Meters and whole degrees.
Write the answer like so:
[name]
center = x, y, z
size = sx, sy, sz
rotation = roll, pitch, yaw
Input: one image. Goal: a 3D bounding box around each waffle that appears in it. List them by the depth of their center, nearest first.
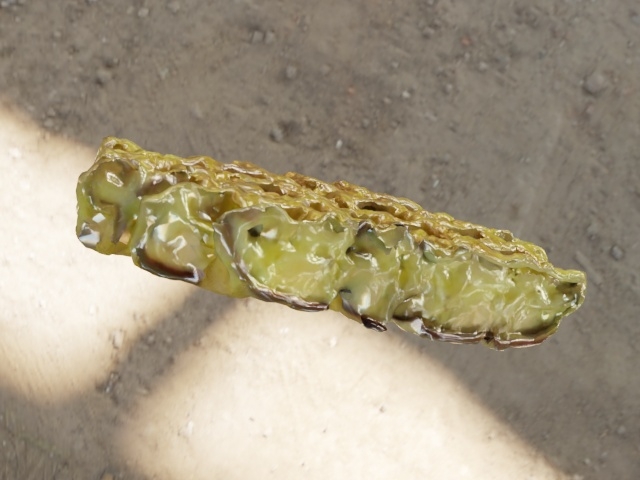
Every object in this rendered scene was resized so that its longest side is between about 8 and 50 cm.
[waffle]
center = 0.000, 0.001, 0.660
size = 0.309, 0.283, 0.065
rotation = 14, 98, 12
